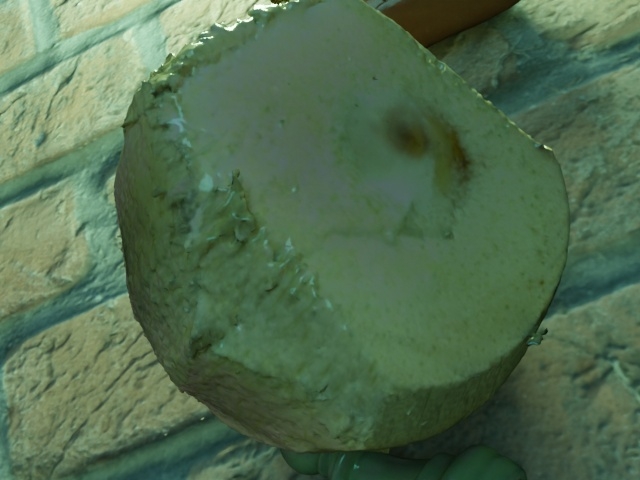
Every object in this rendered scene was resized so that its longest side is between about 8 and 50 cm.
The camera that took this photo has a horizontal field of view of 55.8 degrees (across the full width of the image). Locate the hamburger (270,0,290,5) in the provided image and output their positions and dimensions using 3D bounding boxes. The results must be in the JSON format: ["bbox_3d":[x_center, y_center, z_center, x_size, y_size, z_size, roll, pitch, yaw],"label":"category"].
[{"bbox_3d":[0.027,-0.467,0.902,0.283,0.144,0.259,-25,49,-6],"label":"hamburger"}]

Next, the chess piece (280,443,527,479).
[{"bbox_3d":[0.050,0.231,0.601,0.272,0.139,0.139,15,71,36],"label":"chess piece"}]

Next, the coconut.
[{"bbox_3d":[0.000,0.000,0.591,0.405,0.404,0.404,-7,64,14],"label":"coconut"}]

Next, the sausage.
[{"bbox_3d":[0.136,-0.324,0.822,0.304,0.121,0.121,-23,61,7],"label":"sausage"}]
